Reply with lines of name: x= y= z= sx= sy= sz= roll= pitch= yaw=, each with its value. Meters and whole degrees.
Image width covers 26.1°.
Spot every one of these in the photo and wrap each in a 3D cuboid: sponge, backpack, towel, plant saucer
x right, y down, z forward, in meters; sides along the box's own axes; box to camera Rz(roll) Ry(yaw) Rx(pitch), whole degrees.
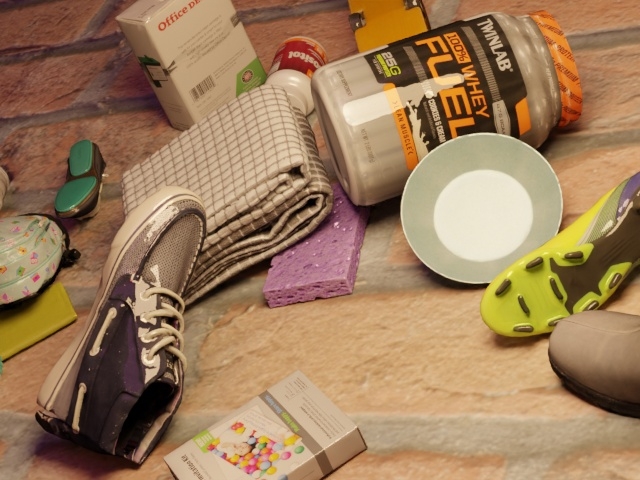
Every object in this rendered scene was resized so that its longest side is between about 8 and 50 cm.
sponge: x=0.000 y=0.000 z=1.808 sx=0.117 sy=0.031 sz=0.210 roll=-12 pitch=35 yaw=22
backpack: x=-0.440 y=0.029 z=1.962 sx=0.152 sy=0.115 sz=0.182 roll=-23 pitch=16 yaw=9
towel: x=-0.126 y=-0.056 z=1.856 sx=0.284 sy=0.121 sz=0.235 roll=-34 pitch=35 yaw=12
towel: x=-0.453 y=0.144 z=1.929 sx=0.237 sy=0.021 sz=0.102 roll=-30 pitch=37 yaw=-6
plant saucer: x=0.195 y=-0.034 z=1.666 sx=0.195 sy=0.037 sz=0.195 roll=-4 pitch=68 yaw=10

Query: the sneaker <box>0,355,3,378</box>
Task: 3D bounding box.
sneaker: x=-0.491 y=0.202 z=1.835 sx=0.076 sy=0.065 sz=0.166 roll=-3 pitch=38 yaw=39

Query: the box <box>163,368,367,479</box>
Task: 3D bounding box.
box: x=-0.063 y=0.233 z=1.515 sx=0.186 sy=0.038 sz=0.145 roll=-33 pitch=33 yaw=-13

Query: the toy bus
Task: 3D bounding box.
toy bus: x=0.109 y=-0.334 z=2.107 sx=0.108 sy=0.130 sz=0.332 roll=-21 pitch=33 yaw=9

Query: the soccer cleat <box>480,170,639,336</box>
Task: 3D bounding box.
soccer cleat: x=0.301 y=0.017 z=1.554 sx=0.289 sy=0.093 sz=0.121 roll=-35 pitch=3 yaw=-6

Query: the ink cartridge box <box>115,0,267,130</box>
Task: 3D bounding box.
ink cartridge box: x=-0.202 y=-0.305 z=2.195 sx=0.160 sy=0.219 sz=0.093 roll=-43 pitch=37 yaw=-25

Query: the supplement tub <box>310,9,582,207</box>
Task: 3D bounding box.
supplement tub: x=0.161 y=-0.176 z=1.776 sx=0.316 sy=0.193 sz=0.193 roll=-19 pitch=33 yaw=-5

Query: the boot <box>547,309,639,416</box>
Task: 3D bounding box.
boot: x=0.341 y=0.068 z=1.304 sx=0.338 sy=0.222 sz=0.118 roll=12 pitch=49 yaw=44

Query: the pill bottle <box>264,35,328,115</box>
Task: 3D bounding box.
pill bottle: x=-0.040 y=-0.241 z=2.121 sx=0.086 sy=0.086 sz=0.152 roll=-12 pitch=36 yaw=21

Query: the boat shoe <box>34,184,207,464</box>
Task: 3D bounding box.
boat shoe: x=-0.198 y=0.106 z=1.652 sx=0.158 sy=0.127 sz=0.340 roll=23 pitch=86 yaw=43

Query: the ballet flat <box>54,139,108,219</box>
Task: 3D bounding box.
ballet flat: x=-0.362 y=-0.078 z=2.128 sx=0.074 sy=0.074 sz=0.203 roll=-19 pitch=34 yaw=11

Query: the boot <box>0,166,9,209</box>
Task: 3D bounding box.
boot: x=-0.633 y=-0.047 z=2.242 sx=0.258 sy=0.095 sz=0.123 roll=-23 pitch=26 yaw=2
